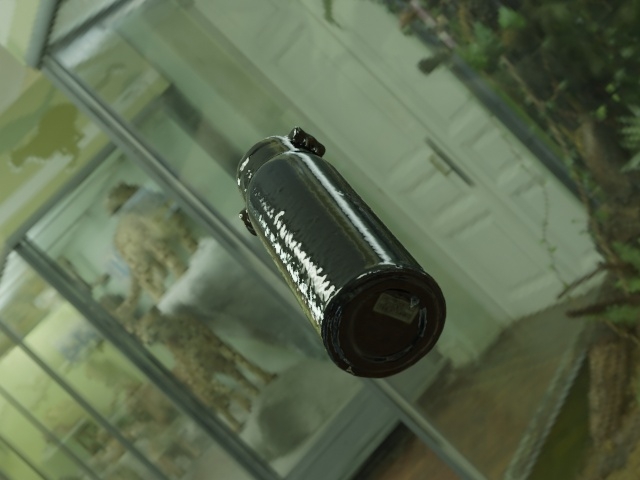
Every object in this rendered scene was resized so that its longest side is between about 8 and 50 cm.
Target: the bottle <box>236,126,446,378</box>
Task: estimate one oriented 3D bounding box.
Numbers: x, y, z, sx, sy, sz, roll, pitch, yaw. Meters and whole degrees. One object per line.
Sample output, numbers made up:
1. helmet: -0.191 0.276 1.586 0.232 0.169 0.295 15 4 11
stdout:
1. bottle: 0.000 0.000 0.693 0.082 0.072 0.244 -52 28 11
